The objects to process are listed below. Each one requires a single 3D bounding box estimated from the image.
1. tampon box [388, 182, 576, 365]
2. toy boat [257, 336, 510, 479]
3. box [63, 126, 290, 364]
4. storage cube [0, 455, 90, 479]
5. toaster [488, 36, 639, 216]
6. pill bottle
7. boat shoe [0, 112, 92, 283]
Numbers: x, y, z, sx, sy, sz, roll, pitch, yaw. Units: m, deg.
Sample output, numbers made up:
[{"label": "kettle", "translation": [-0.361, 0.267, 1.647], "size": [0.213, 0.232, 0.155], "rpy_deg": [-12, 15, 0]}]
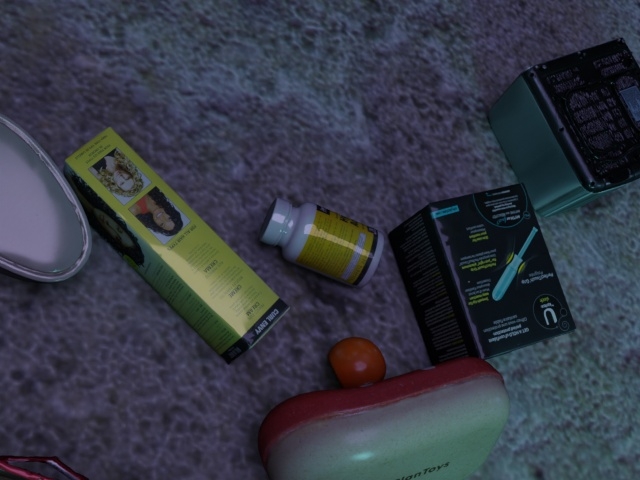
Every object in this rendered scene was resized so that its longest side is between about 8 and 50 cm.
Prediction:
[{"label": "tampon box", "translation": [0.164, 0.040, 0.772], "size": [0.120, 0.101, 0.161], "rpy_deg": [-12, 78, -22]}, {"label": "toy boat", "translation": [0.049, 0.155, 0.692], "size": [0.231, 0.151, 0.151], "rpy_deg": [-11, 46, -23]}, {"label": "box", "translation": [-0.138, 0.009, 0.687], "size": [0.232, 0.087, 0.058], "rpy_deg": [44, 62, 0]}, {"label": "storage cube", "translation": [-0.231, 0.256, 0.513], "size": [0.183, 0.193, 0.215], "rpy_deg": [22, 68, -11]}, {"label": "toaster", "translation": [0.317, -0.128, 0.876], "size": [0.168, 0.110, 0.186], "rpy_deg": [-22, 81, -24]}, {"label": "pill bottle", "translation": [0.000, 0.000, 0.748], "size": [0.116, 0.065, 0.065], "rpy_deg": [22, 67, -12]}, {"label": "boat shoe", "translation": [-0.343, -0.080, 0.651], "size": [0.335, 0.095, 0.112], "rpy_deg": [39, 67, -9]}]
